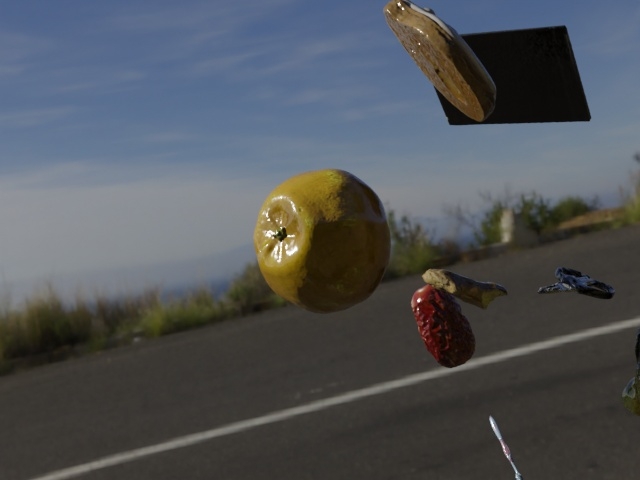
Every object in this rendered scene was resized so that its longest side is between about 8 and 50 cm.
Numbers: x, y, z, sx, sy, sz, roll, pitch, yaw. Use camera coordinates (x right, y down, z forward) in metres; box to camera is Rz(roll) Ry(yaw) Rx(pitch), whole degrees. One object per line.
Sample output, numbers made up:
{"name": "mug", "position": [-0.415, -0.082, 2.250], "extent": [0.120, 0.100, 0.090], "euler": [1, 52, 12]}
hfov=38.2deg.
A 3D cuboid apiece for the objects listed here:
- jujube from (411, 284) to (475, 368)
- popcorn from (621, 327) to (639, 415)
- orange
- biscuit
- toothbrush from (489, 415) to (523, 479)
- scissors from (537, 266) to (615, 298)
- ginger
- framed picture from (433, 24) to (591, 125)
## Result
{"name": "jujube", "position": [0.250, 0.174, 1.902], "extent": [0.109, 0.176, 0.112], "euler": [-28, 2, -26]}
{"name": "popcorn", "position": [0.653, 0.248, 1.646], "extent": [0.215, 0.252, 0.286], "euler": [6, 24, 18]}
{"name": "orange", "position": [0.000, 0.000, 1.735], "extent": [0.235, 0.279, 0.279], "euler": [-3, -5, -37]}
{"name": "biscuit", "position": [0.168, -0.240, 1.223], "extent": [0.049, 0.181, 0.208], "euler": [-42, 32, 1]}
{"name": "toothbrush", "position": [0.421, 0.475, 2.100], "extent": [0.013, 0.193, 0.019], "euler": [-35, -48, 14]}
{"name": "scissors", "position": [0.420, 0.076, 1.571], "extent": [0.109, 0.022, 0.300], "euler": [27, 14, 29]}
{"name": "ginger", "position": [0.230, 0.078, 1.474], "extent": [0.137, 0.058, 0.044], "euler": [17, -42, -14]}
{"name": "framed picture", "position": [0.396, -0.350, 2.006], "extent": [0.338, 0.255, 0.014], "euler": [2, 50, 34]}
